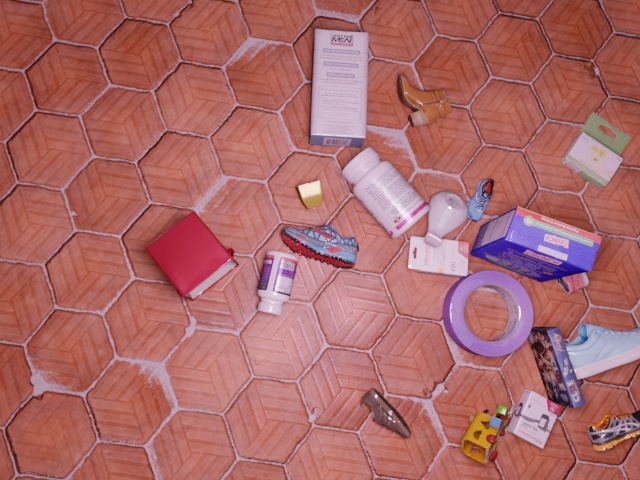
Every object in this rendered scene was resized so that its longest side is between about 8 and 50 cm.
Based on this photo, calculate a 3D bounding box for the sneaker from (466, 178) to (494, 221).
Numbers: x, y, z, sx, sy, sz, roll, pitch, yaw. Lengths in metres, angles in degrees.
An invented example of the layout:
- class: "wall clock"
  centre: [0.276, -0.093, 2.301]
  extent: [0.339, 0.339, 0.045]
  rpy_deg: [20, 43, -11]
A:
- class: "sneaker"
  centre: [0.544, -0.141, 1.877]
  extent: [0.063, 0.073, 0.162]
  rpy_deg: [21, 80, -1]

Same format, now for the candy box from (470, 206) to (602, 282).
- class: "candy box"
  centre: [0.658, 0.020, 1.736]
  extent: [0.268, 0.317, 0.122]
  rpy_deg: [21, 81, -1]

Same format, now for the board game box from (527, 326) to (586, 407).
- class: "board game box"
  centre: [0.743, 0.397, 1.763]
  extent: [0.042, 0.165, 0.243]
  rpy_deg: [-16, 82, -6]

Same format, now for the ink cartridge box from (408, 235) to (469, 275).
- class: "ink cartridge box"
  centre: [0.385, 0.054, 1.840]
  extent: [0.198, 0.067, 0.115]
  rpy_deg: [8, 80, -4]

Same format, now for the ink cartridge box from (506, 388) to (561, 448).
- class: "ink cartridge box"
  centre: [0.686, 0.574, 1.782]
  extent: [0.109, 0.063, 0.150]
  rpy_deg: [28, 80, 1]

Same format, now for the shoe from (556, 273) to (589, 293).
- class: "shoe"
  centre: [0.828, 0.089, 1.865]
  extent: [0.081, 0.063, 0.178]
  rpy_deg: [-24, 88, -12]

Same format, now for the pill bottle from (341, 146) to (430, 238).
- class: "pill bottle"
  centre: [0.209, -0.158, 1.813]
  extent: [0.160, 0.160, 0.283]
  rpy_deg: [-40, 86, -9]

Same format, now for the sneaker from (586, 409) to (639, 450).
- class: "sneaker"
  centre: [0.963, 0.596, 1.790]
  extent: [0.215, 0.084, 0.083]
  rpy_deg: [-26, 79, -6]

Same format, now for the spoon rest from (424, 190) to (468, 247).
- class: "spoon rest"
  centre: [0.401, -0.068, 1.820]
  extent: [0.137, 0.084, 0.276]
  rpy_deg: [32, 47, 6]

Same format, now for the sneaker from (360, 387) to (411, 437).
- class: "sneaker"
  centre: [0.206, 0.561, 1.762]
  extent: [0.071, 0.066, 0.188]
  rpy_deg: [-43, 81, 8]

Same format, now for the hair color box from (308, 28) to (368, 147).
- class: "hair color box"
  centre: [0.061, -0.514, 1.882]
  extent: [0.185, 0.113, 0.374]
  rpy_deg: [3, 82, -4]

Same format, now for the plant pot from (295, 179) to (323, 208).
- class: "plant pot"
  centre: [-0.031, -0.149, 1.840]
  extent: [0.081, 0.081, 0.083]
  rpy_deg: [-16, 95, -6]

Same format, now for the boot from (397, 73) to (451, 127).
- class: "boot"
  centre: [0.358, -0.501, 1.923]
  extent: [0.152, 0.073, 0.197]
  rpy_deg: [-22, 95, -6]

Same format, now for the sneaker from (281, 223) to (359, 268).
- class: "sneaker"
  centre: [0.000, 0.000, 1.822]
  extent: [0.262, 0.104, 0.125]
  rpy_deg: [22, 63, -4]

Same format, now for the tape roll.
- class: "tape roll"
  centre: [0.545, 0.238, 1.812]
  extent: [0.275, 0.090, 0.275]
  rpy_deg: [1, 80, -4]

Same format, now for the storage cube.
- class: "storage cube"
  centre: [-0.393, 0.051, 1.730]
  extent: [0.215, 0.183, 0.193]
  rpy_deg: [-40, 84, -8]

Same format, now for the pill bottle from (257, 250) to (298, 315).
- class: "pill bottle"
  centre: [-0.142, 0.137, 1.771]
  extent: [0.108, 0.108, 0.193]
  rpy_deg: [13, 81, -2]

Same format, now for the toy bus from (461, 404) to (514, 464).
- class: "toy bus"
  centre: [0.518, 0.593, 1.745]
  extent: [0.104, 0.202, 0.191]
  rpy_deg: [19, 87, 30]

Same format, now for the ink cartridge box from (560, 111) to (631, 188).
- class: "ink cartridge box"
  centre: [0.979, -0.325, 1.945]
  extent: [0.171, 0.056, 0.235]
  rpy_deg: [35, 83, 3]

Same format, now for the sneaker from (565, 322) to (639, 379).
- class: "sneaker"
  centre: [0.928, 0.327, 1.801]
  extent: [0.366, 0.135, 0.150]
  rpy_deg: [-21, 86, -8]
